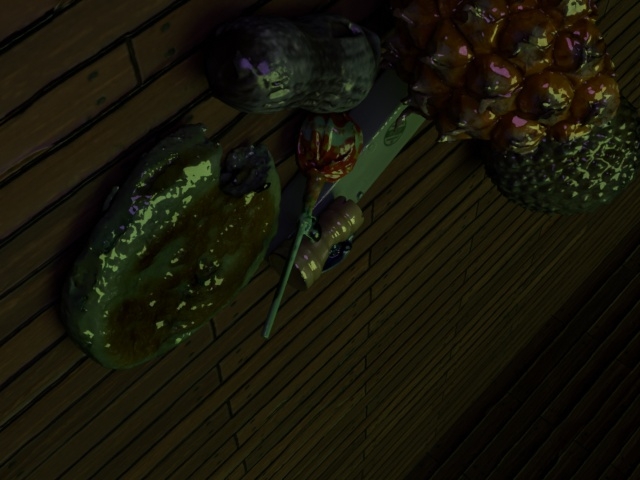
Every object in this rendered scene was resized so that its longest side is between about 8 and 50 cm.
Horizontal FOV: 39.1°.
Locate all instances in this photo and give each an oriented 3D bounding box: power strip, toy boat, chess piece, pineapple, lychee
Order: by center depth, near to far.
[{"bbox_3d":[0.133,-0.260,0.954,0.209,0.344,0.286,-32,137,-4],"label":"pineapple"},{"bbox_3d":[0.000,0.000,1.112,0.122,0.066,0.066,-45,155,-21],"label":"chess piece"},{"bbox_3d":[0.053,-0.121,1.181,0.385,0.062,0.091,-51,155,-4],"label":"power strip"},{"bbox_3d":[-0.004,0.016,1.264,0.137,0.060,0.061,-19,161,-46],"label":"toy boat"},{"bbox_3d":[0.412,-0.161,1.544,0.274,0.255,0.255,-22,144,-24],"label":"lychee"}]

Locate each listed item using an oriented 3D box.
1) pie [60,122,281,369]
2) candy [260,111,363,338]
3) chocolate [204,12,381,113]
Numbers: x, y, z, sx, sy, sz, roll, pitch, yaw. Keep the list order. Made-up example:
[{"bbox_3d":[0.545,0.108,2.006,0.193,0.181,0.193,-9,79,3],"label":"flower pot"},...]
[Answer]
[{"bbox_3d":[-0.156,0.014,0.984,0.302,0.067,0.302,-40,152,-26],"label":"pie"},{"bbox_3d":[-0.020,-0.024,1.048,0.084,0.078,0.288,148,-39,-71],"label":"candy"},{"bbox_3d":[-0.024,-0.179,0.916,0.248,0.110,0.110,-11,133,-52],"label":"chocolate"}]
